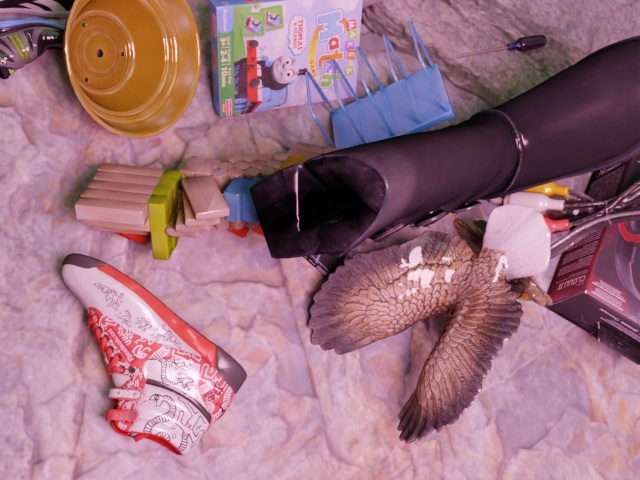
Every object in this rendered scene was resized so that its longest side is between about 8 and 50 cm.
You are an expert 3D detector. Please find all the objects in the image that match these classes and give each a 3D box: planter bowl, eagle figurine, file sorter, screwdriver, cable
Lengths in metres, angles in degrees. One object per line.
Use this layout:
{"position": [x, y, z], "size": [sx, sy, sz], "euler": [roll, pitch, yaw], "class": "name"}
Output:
{"position": [-0.265, -0.245, 1.004], "size": [0.217, 0.090, 0.217], "euler": [-16, 111, -50], "class": "planter bowl"}
{"position": [0.168, 0.095, 1.011], "size": [0.298, 0.226, 0.225], "euler": [-26, 103, -27], "class": "eagle figurine"}
{"position": [0.076, -0.203, 1.045], "size": [0.170, 0.104, 0.118], "euler": [-23, 43, 17], "class": "file sorter"}
{"position": [0.297, -0.319, 1.265], "size": [0.170, 0.024, 0.025], "euler": [-10, 48, -13], "class": "screwdriver"}
{"position": [0.382, -0.043, 1.093], "size": [0.072, 0.287, 0.139], "euler": [42, 53, -41], "class": "cable"}

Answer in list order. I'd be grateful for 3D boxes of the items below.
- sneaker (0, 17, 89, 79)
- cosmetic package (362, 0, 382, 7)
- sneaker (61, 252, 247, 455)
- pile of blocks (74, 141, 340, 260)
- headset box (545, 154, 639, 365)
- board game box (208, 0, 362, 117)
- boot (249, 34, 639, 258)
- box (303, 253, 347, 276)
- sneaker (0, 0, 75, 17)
{"position": [-0.401, -0.252, 1.008], "size": [0.188, 0.067, 0.078], "euler": [-8, 98, -21], "class": "sneaker"}
{"position": [0.052, -0.445, 1.111], "size": [0.225, 0.224, 0.138], "euler": [-27, 83, -22], "class": "cosmetic package"}
{"position": [-0.232, 0.142, 0.921], "size": [0.270, 0.090, 0.145], "euler": [38, 64, -6], "class": "sneaker"}
{"position": [-0.122, -0.034, 0.987], "size": [0.363, 0.112, 0.149], "euler": [-9, 37, -15], "class": "pile of blocks"}
{"position": [0.490, 0.046, 1.163], "size": [0.218, 0.110, 0.293], "euler": [31, 67, -7], "class": "headset box"}
{"position": [-0.047, -0.265, 1.071], "size": [0.212, 0.160, 0.039], "euler": [-13, 39, -21], "class": "board game box"}
{"position": [0.185, -0.112, 0.907], "size": [0.445, 0.367, 0.146], "euler": [-12, 76, -43], "class": "boot"}
{"position": [0.000, 0.000, 1.074], "size": [0.083, 0.018, 0.067], "euler": [43, 67, -1], "class": "box"}
{"position": [-0.381, -0.353, 1.005], "size": [0.217, 0.121, 0.079], "euler": [-14, 79, -20], "class": "sneaker"}
